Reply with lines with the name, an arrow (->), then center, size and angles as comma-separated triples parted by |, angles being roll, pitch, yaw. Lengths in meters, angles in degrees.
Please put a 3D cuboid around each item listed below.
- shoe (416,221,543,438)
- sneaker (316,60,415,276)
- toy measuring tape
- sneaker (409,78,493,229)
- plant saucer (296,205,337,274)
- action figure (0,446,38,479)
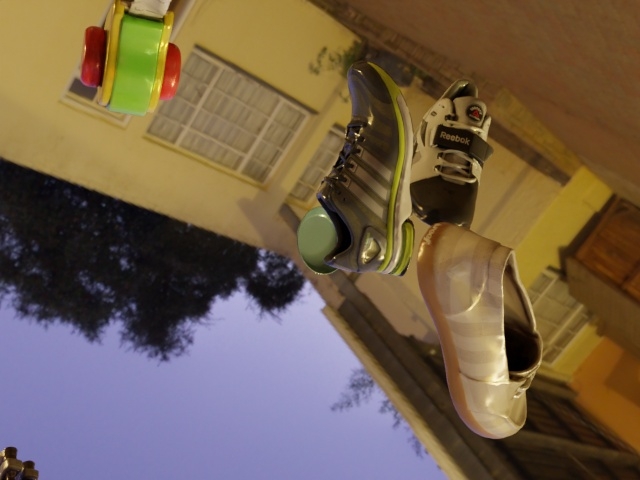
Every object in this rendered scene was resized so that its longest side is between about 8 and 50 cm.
shoe -> 0.127, 0.078, 0.457 | 0.058, 0.077, 0.219 | 3, 136, 34
sneaker -> 0.056, -0.093, 0.865 | 0.121, 0.300, 0.111 | -6, -175, -17
toy measuring tape -> -0.199, -0.199, 0.691 | 0.121, 0.122, 0.330 | 28, 174, -24
sneaker -> 0.208, -0.151, 1.013 | 0.122, 0.146, 0.331 | 18, -138, -8
plant saucer -> 0.000, 0.000, 1.108 | 0.119, 0.120, 0.021 | 23, 163, -37
action figure -> -0.632, 0.571, 1.344 | 0.185, 0.099, 0.285 | 40, 177, -37
